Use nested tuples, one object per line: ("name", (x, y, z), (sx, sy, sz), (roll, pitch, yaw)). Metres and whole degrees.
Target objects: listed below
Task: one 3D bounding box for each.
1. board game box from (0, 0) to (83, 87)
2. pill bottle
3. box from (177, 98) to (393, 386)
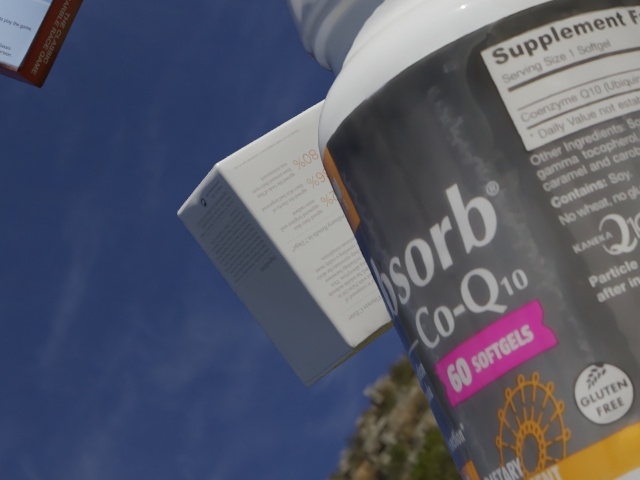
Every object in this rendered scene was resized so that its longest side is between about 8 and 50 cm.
("board game box", (-0.235, -0.190, 0.856), (0.145, 0.281, 0.027), (-66, -24, -6))
("pill bottle", (0.094, -0.015, 0.648), (0.162, 0.278, 0.162), (-22, -17, -7))
("box", (0.000, 0.000, 1.204), (0.130, 0.170, 0.091), (-33, -5, -34))
